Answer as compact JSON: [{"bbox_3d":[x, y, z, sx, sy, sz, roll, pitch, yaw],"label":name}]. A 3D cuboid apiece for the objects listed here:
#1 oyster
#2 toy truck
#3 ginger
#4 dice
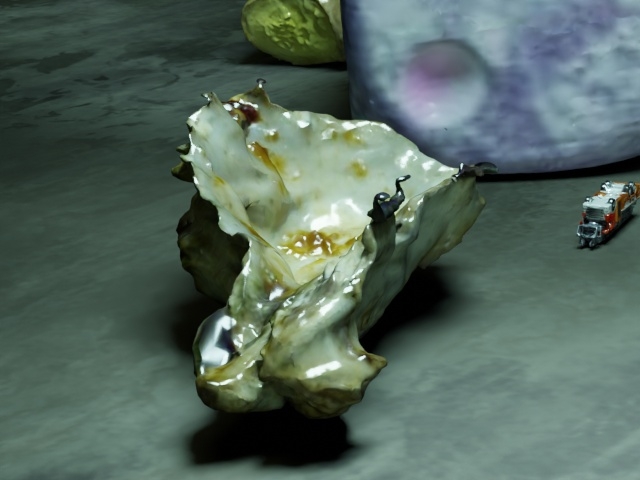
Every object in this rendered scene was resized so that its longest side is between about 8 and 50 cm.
[{"bbox_3d":[0.008,0.002,1.133,0.197,0.133,0.337,-1,21,2],"label":"oyster"},{"bbox_3d":[0.197,-0.020,1.323,0.024,0.032,0.083,9,19,24],"label":"toy truck"},{"bbox_3d":[0.045,-0.278,1.885,0.218,0.123,0.270,2,48,21],"label":"ginger"},{"bbox_3d":[0.151,-0.212,1.526,0.271,0.270,0.270,-3,18,4],"label":"dice"}]
